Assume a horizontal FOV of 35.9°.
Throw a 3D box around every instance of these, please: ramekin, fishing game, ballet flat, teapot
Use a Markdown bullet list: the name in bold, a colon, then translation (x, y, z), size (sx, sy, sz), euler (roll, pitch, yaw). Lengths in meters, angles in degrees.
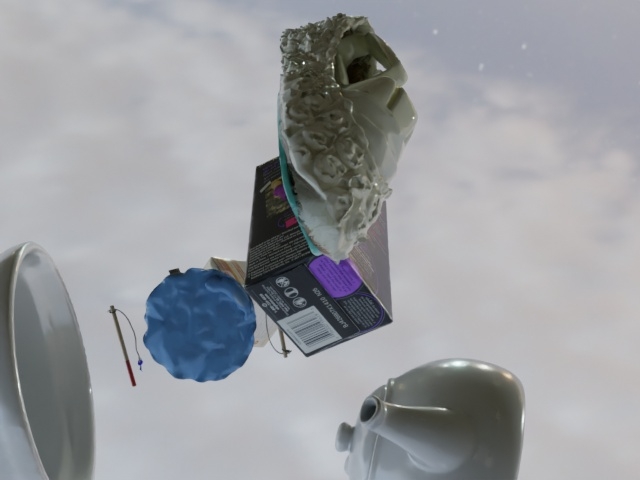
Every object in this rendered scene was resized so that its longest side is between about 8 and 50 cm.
- **ramekin**: translation (-0.328, 0.148, 0.994), size (0.135, 0.277, 0.277), euler (-10, -146, -1)
- **fishing game**: translation (-0.190, 0.130, 1.547), size (0.264, 0.189, 0.041), euler (-15, -170, 2)
- **ballet flat**: translation (0.026, -0.138, 0.988), size (0.147, 0.147, 0.409), euler (6, -148, -8)
- **teapot**: translation (0.108, 0.237, 1.077), size (0.187, 0.256, 0.252), euler (12, -157, 5)

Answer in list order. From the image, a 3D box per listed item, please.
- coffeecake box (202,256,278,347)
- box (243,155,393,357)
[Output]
- **coffeecake box**: translation (-0.138, 0.107, 1.661), size (0.185, 0.142, 0.068), euler (9, -144, -49)
- **box**: translation (0.000, 0.000, 1.387), size (0.143, 0.165, 0.270), euler (-24, -145, 20)
